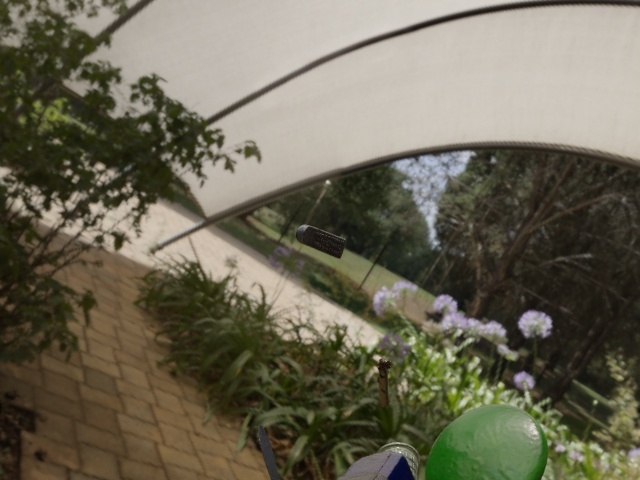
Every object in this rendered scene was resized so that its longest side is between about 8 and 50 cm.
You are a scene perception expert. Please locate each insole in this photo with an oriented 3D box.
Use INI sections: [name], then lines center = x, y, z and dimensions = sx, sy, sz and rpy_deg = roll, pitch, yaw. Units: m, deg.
[insole]
center = -0.072, 0.359, 1.017
dimensions = 0.053, 0.002, 0.152
rpy_deg = 47, 22, -72

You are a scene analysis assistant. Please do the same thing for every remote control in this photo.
[remote control]
center = 0.001, 0.000, 1.309
dimensions = 0.027, 0.043, 0.153
rpy_deg = 5, -10, 36

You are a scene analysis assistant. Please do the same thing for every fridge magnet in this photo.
[fridge magnet]
center = 0.261, 0.350, 1.039
dimensions = 0.088, 0.208, 0.208
rpy_deg = 49, -7, -24

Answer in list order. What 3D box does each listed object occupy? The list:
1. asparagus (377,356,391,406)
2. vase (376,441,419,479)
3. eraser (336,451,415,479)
[asparagus]
center = 0.102, 0.226, 1.060
dimensions = 0.025, 0.024, 0.248
rpy_deg = 29, -22, 19
[vase]
center = 0.237, 0.739, 1.934
dimensions = 0.143, 0.143, 0.299
rpy_deg = 32, 16, -9
[eraser]
center = 0.053, 0.421, 0.924
dimensions = 0.332, 0.102, 0.154
rpy_deg = -15, 88, -67
